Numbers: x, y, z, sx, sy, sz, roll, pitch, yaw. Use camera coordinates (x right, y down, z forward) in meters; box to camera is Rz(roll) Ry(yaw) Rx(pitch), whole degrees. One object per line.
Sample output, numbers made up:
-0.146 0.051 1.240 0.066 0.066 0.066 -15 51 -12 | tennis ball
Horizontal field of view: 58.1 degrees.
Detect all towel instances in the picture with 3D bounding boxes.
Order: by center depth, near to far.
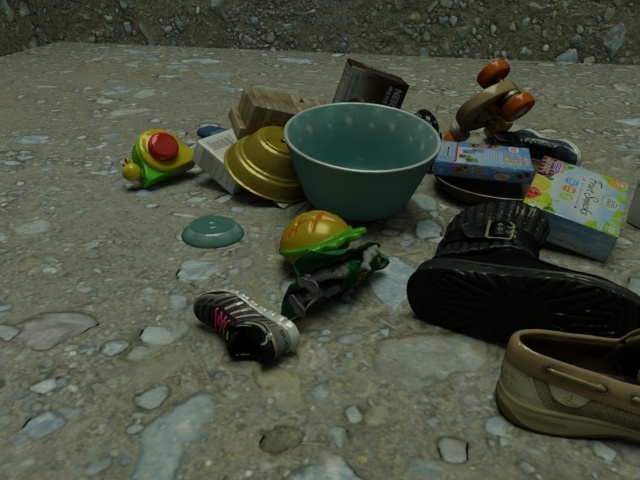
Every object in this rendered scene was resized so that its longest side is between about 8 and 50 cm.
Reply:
-0.291 -0.302 1.653 0.119 0.029 0.067 17 30 27 | towel

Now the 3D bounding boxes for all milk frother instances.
0.240 -0.241 1.493 0.135 0.129 0.143 -22 44 52 | milk frother

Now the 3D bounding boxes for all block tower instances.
-0.048 -0.296 1.423 0.336 0.097 0.091 1 44 -29 | block tower

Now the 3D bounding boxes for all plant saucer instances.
-0.207 -0.022 1.106 0.119 0.021 0.119 1 27 -1 | plant saucer
0.413 -0.135 1.330 0.311 0.050 0.310 1 26 -1 | plant saucer

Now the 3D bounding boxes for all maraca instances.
0.000 0.000 0.960 0.127 0.099 0.186 -27 12 -23 | maraca

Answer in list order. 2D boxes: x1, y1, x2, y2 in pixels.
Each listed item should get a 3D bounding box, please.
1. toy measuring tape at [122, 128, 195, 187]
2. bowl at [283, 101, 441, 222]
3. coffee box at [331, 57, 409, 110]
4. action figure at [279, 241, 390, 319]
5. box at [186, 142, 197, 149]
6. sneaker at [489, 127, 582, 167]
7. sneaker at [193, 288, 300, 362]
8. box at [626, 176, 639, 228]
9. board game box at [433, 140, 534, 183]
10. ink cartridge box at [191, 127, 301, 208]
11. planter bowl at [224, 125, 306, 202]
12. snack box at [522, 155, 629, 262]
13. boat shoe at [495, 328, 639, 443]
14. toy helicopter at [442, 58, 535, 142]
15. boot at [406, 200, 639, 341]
-0.337 -0.227 1.380 0.121 0.121 0.330 22 40 35 | toy measuring tape
0.080 -0.149 1.190 0.312 0.163 0.311 2 35 -1 | bowl
0.089 -0.275 1.341 0.141 0.246 0.098 17 25 -12 | coffee box
0.039 0.051 0.895 0.063 0.137 0.232 43 34 21 | action figure
-0.292 -0.232 1.516 0.136 0.028 0.081 6 27 15 | box
0.529 -0.224 1.466 0.163 0.086 0.226 -9 27 -24 | sneaker
-0.115 0.118 0.787 0.170 0.063 0.075 20 26 24 | sneaker
0.691 -0.067 1.150 0.087 0.102 0.101 -5 28 -17 | box
0.374 -0.184 1.331 0.212 0.039 0.160 7 28 12 | board game box
-0.111 -0.179 1.379 0.261 0.066 0.296 39 39 14 | ink cartridge box
-0.096 -0.189 1.273 0.217 0.090 0.217 17 40 -14 | planter bowl
0.489 -0.068 1.118 0.175 0.070 0.207 24 44 18 | snack box
0.384 0.165 0.662 0.341 0.110 0.121 2 27 3 | boat shoe
0.451 -0.325 1.568 0.140 0.235 0.355 60 19 16 | toy helicopter
0.327 0.047 0.874 0.348 0.131 0.260 16 30 27 | boot
